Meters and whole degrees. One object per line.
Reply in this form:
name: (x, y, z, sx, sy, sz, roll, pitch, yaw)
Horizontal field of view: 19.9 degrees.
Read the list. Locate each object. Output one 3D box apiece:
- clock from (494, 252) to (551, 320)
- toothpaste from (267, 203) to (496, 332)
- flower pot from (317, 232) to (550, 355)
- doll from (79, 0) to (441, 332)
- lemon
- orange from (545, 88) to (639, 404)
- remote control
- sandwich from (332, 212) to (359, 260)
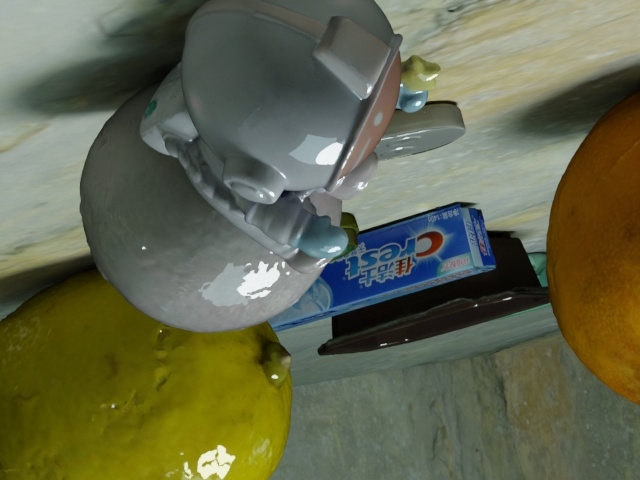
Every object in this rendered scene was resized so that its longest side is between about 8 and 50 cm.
clock: (0.225, 0.057, 2.219, 0.148, 0.060, 0.188, -14, 171, 15)
toothpaste: (0.030, 0.032, 1.735, 0.272, 0.066, 0.053, -17, 170, 27)
flower pot: (0.118, 0.053, 1.958, 0.251, 0.084, 0.179, -19, 169, 31)
doll: (-0.036, -0.049, 0.912, 0.151, 0.151, 0.287, -10, 164, -20)
lemon: (-0.165, 0.143, 1.572, 0.284, 0.260, 0.260, 9, -179, 24)
orange: (0.289, 0.006, 1.307, 0.261, 0.261, 0.261, -12, 172, -2)
remote control: (-0.022, -0.056, 1.227, 0.245, 0.022, 0.077, -12, 170, -8)
sandwich: (0.001, -0.001, 1.605, 0.067, 0.029, 0.135, -14, 171, 2)
